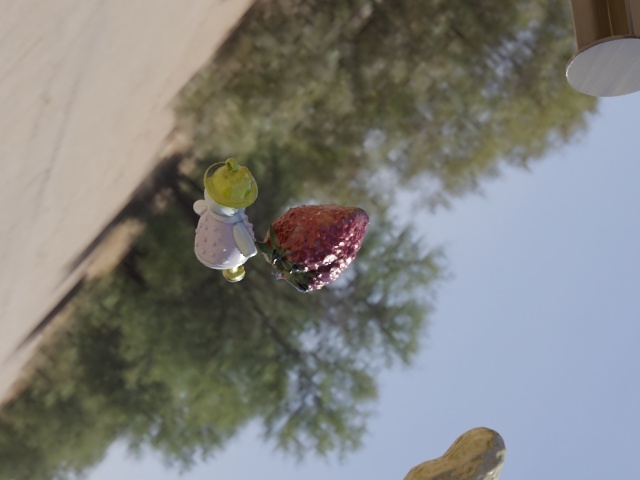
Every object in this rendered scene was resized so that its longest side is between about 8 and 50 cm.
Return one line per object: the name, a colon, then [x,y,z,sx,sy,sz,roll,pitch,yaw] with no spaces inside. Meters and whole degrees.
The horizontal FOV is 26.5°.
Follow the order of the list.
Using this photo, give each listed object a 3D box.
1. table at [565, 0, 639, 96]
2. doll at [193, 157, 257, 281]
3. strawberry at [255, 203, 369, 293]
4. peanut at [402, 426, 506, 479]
table: [0.470,-0.373,2.207,0.167,0.167,0.226,-42,-137,52]
doll: [-0.129,-0.030,1.851,0.081,0.129,0.207,-26,144,-32]
strawberry: [-0.005,-0.004,1.881,0.148,0.131,0.131,-53,-174,-17]
peanut: [0.156,0.306,1.695,0.187,0.082,0.082,-34,-178,-12]
